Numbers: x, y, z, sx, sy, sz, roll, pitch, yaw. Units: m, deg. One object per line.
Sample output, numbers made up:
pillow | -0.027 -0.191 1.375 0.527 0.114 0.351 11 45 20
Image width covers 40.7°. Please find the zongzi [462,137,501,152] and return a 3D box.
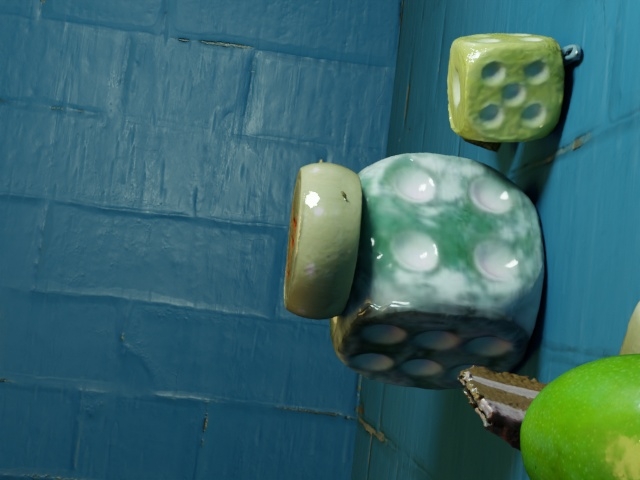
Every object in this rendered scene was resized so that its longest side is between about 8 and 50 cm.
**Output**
zongzi | 0.356 -0.335 1.720 0.247 0.111 0.241 -84 15 -55

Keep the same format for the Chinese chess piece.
Chinese chess piece | 0.000 0.000 1.466 0.273 0.102 0.273 -173 90 -84

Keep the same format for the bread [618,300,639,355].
bread | 0.360 0.143 0.845 0.148 0.134 0.141 -72 -10 -57

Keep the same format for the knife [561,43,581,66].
knife | 0.408 -0.323 1.551 0.313 0.019 0.044 -139 60 -84

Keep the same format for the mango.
mango | 0.304 0.199 0.666 0.201 0.225 0.382 -50 23 -20

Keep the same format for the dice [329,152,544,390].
dice | 0.199 0.068 1.574 0.330 0.328 0.348 104 172 -53

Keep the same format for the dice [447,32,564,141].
dice | 0.317 -0.267 1.499 0.166 0.170 0.169 -95 4 -70

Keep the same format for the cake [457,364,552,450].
cake | 0.286 0.206 0.929 0.112 0.295 0.116 -61 15 16
